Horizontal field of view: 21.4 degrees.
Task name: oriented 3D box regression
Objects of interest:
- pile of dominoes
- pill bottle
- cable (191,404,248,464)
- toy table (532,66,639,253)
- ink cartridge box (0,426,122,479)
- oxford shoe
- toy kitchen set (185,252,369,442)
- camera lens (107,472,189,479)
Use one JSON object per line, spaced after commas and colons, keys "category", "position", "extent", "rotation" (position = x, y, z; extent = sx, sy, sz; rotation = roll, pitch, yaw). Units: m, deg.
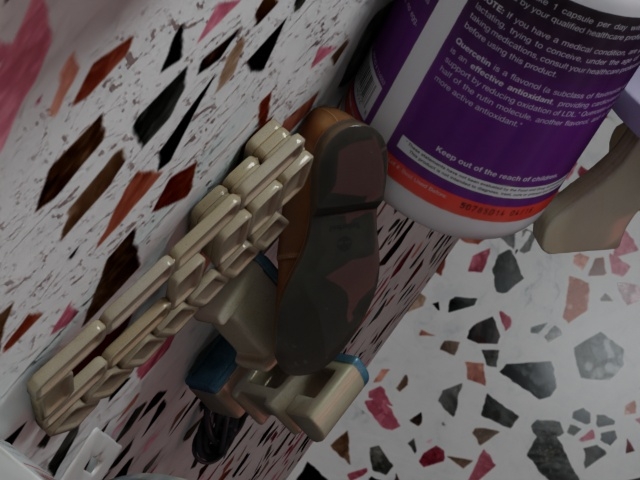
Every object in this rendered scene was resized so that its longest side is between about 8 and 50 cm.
{"category": "pile of dominoes", "position": [-0.107, 0.025, 1.118], "extent": [0.251, 0.040, 0.196], "rotation": [-43, 171, -19]}
{"category": "pill bottle", "position": [0.150, -0.165, 1.231], "extent": [0.181, 0.181, 0.323], "rotation": [-45, 168, -50]}
{"category": "cable", "position": [-0.077, 0.148, 1.727], "extent": [0.184, 0.047, 0.150], "rotation": [-55, 177, -14]}
{"category": "toy table", "position": [0.302, -0.070, 1.350], "extent": [0.274, 0.252, 0.161], "rotation": [-94, -172, -54]}
{"category": "ink cartridge box", "position": [-0.205, 0.176, 0.980], "extent": [0.198, 0.067, 0.115], "rotation": [-52, 172, -10]}
{"category": "oxford shoe", "position": [0.000, 0.000, 1.271], "extent": [0.076, 0.076, 0.212], "rotation": [1, 114, -28]}
{"category": "toy kitchen set", "position": [-0.054, 0.060, 1.410], "extent": [0.122, 0.166, 0.207], "rotation": [-51, -152, -20]}
{"category": "camera lens", "position": [-0.157, 0.316, 1.282], "extent": [0.219, 0.219, 0.274], "rotation": [-58, 172, 22]}
